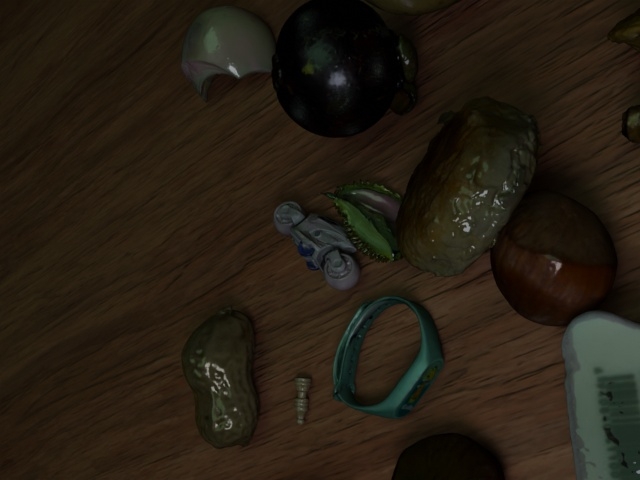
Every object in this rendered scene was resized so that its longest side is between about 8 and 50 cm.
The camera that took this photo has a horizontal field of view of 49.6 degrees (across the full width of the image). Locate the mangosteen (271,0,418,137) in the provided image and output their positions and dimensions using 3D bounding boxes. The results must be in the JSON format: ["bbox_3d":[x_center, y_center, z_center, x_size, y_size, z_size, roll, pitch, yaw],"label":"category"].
[{"bbox_3d":[0.045,-0.335,1.352,0.288,0.288,0.288,-10,73,35],"label":"mangosteen"}]

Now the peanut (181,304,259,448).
[{"bbox_3d":[-0.214,0.285,1.449,0.143,0.159,0.291,-34,57,56],"label":"peanut"}]

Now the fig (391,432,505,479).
[{"bbox_3d":[0.165,0.416,1.064,0.190,0.290,0.190,12,111,34],"label":"fig"}]

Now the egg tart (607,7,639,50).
[{"bbox_3d":[0.551,-0.323,1.015,0.241,0.241,0.106,-16,105,33],"label":"egg tart"}]

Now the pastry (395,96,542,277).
[{"bbox_3d":[0.234,-0.092,1.129,0.136,0.329,0.329,27,97,-6],"label":"pastry"}]

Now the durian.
[{"bbox_3d":[0.105,-0.030,1.327,0.221,0.137,0.095,49,143,29],"label":"durian"}]

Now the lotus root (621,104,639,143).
[{"bbox_3d":[0.576,-0.181,0.977,0.284,0.146,0.160,-1,66,39],"label":"lotus root"}]

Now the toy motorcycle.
[{"bbox_3d":[0.000,0.000,1.407,0.112,0.112,0.254,-53,55,14],"label":"toy motorcycle"}]

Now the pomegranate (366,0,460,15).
[{"bbox_3d":[0.170,-0.574,1.296,0.319,0.319,0.319,-10,73,35],"label":"pomegranate"}]

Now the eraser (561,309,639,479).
[{"bbox_3d":[0.461,0.234,0.957,0.331,0.150,0.331,-12,70,35],"label":"eraser"}]

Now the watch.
[{"bbox_3d":[0.117,0.218,1.270,0.195,0.068,0.237,40,102,38],"label":"watch"}]

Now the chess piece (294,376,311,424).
[{"bbox_3d":[-0.038,0.321,1.384,0.035,0.035,0.092,-1,81,37],"label":"chess piece"}]

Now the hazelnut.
[{"bbox_3d":[0.357,0.032,1.077,0.214,0.176,0.214,-176,90,-75],"label":"hazelnut"}]

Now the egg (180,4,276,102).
[{"bbox_3d":[-0.249,-0.469,1.659,0.271,0.162,0.206,-3,78,35],"label":"egg"}]
